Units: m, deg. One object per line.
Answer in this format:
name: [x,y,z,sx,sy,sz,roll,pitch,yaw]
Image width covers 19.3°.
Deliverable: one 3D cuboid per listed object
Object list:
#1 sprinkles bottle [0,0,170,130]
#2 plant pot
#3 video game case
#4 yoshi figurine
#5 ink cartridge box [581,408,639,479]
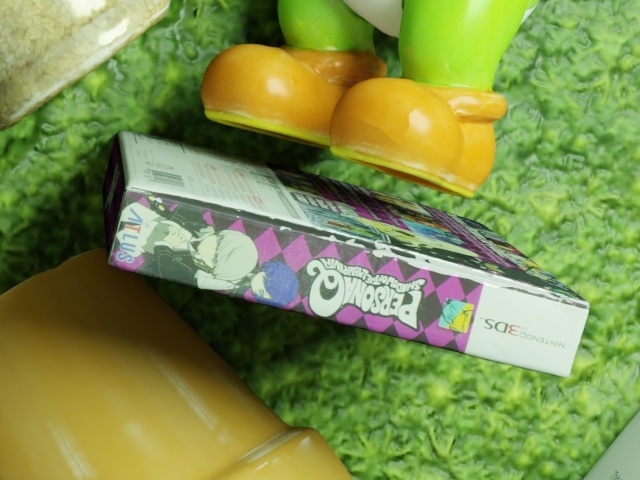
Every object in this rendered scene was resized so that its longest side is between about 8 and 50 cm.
sprinkles bottle: [-0.218,-0.226,0.908,0.121,0.121,0.355,-36,100,-2]
plant pot: [-0.107,0.114,0.941,0.205,0.205,0.188,-32,85,-3]
video game case: [0.000,0.000,0.912,0.210,0.232,0.042,14,97,-10]
yoshi figurine: [0.046,-0.217,0.914,0.203,0.203,0.362,18,91,-3]
ink cartridge box: [0.181,0.206,0.979,0.114,0.197,0.273,38,91,-12]
